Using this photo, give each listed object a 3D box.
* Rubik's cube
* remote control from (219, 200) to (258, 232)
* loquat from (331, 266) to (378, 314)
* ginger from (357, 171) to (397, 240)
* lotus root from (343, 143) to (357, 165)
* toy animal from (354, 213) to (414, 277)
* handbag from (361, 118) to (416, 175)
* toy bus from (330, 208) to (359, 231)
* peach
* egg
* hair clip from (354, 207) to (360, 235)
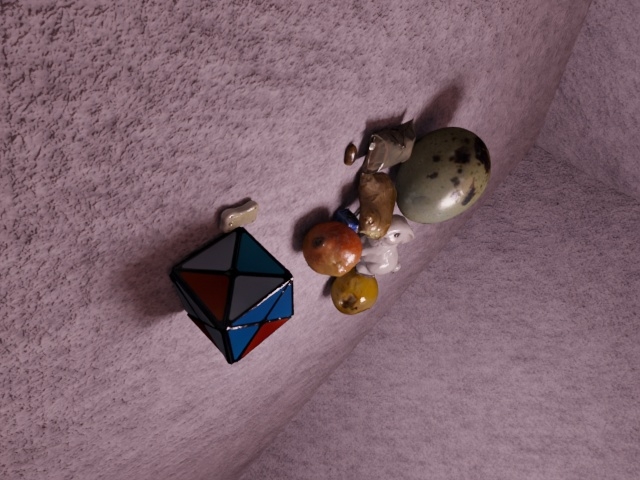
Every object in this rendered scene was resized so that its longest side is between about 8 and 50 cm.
[{"bbox_3d":[-0.242,0.156,1.253,0.246,0.250,0.248,-36,155,-28],"label":"Rubik's cube"},{"bbox_3d":[-0.225,-0.067,1.220,0.122,0.032,0.074,-25,146,-43],"label":"remote control"},{"bbox_3d":[0.163,0.238,2.111,0.244,0.244,0.244,-39,154,-24],"label":"loquat"},{"bbox_3d":[0.201,-0.131,1.656,0.221,0.130,0.275,-35,117,-52],"label":"ginger"},{"bbox_3d":[0.102,-0.284,1.477,0.037,0.030,0.083,-33,150,-30],"label":"lotus root"},{"bbox_3d":[0.284,0.014,1.898,0.258,0.193,0.357,5,147,-20],"label":"toy animal"},{"bbox_3d":[0.246,-0.332,1.564,0.270,0.117,0.182,-25,138,-42],"label":"handbag"},{"bbox_3d":[0.077,-0.010,1.747,0.079,0.094,0.236,-24,145,-46],"label":"toy bus"},{"bbox_3d":[0.034,0.030,1.590,0.232,0.232,0.232,-39,154,-24],"label":"peach"},{"bbox_3d":[0.493,-0.258,1.810,0.428,0.345,0.345,-55,156,18],"label":"egg"},{"bbox_3d":[0.172,-0.075,1.879,0.220,0.054,0.140,-56,151,8],"label":"hair clip"}]
